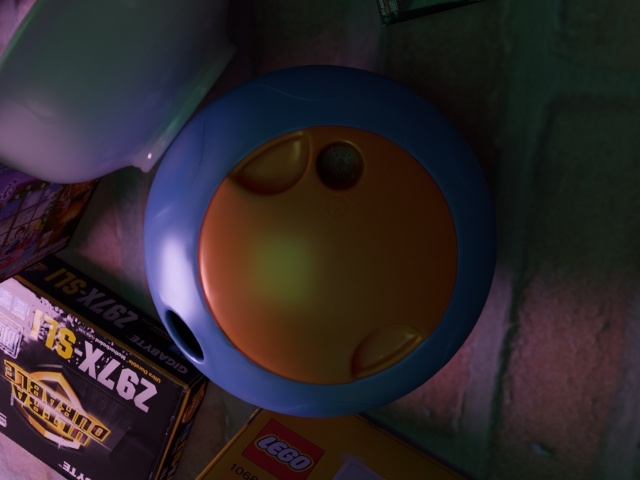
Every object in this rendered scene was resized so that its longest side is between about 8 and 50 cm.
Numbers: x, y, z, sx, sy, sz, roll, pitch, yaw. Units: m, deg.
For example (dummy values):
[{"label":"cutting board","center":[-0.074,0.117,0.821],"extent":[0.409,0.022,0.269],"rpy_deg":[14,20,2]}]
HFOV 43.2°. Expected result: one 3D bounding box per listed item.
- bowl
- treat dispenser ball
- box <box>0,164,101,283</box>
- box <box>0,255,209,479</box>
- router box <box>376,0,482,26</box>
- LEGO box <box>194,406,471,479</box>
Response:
[{"label":"bowl","center":[-0.165,-0.154,0.707],"extent":[0.134,0.298,0.298],"rpy_deg":[36,124,-12]},{"label":"treat dispenser ball","center":[0.000,0.000,0.671],"extent":[0.288,0.288,0.288],"rpy_deg":[10,115,22]},{"label":"box","center":[-0.342,-0.021,0.822],"extent":[0.057,0.293,0.201],"rpy_deg":[40,123,6]},{"label":"box","center":[-0.310,0.176,1.022],"extent":[0.322,0.079,0.257],"rpy_deg":[31,119,12]},{"label":"router box","center":[0.084,-0.249,0.671],"extent":[0.092,0.038,0.122],"rpy_deg":[-7,108,27]},{"label":"LEGO box","center":[0.069,0.400,0.757],"extent":[0.500,0.372,0.193],"rpy_deg":[29,121,13]}]
